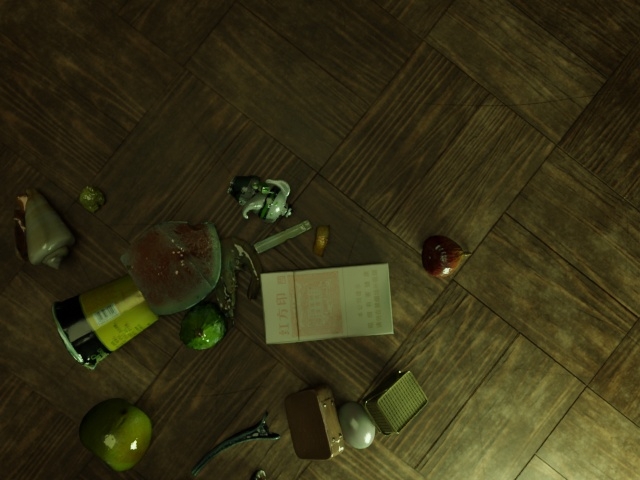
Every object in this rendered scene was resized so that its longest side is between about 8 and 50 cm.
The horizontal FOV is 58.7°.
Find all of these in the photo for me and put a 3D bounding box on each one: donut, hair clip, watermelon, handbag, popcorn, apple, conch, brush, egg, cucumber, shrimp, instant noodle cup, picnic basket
[{"bbox_3d":[0.000,0.000,1.642,0.037,0.067,0.083,13,121,-7],"label":"donut"},{"bbox_3d":[-0.254,0.585,1.624,0.275,0.048,0.083,-28,91,4],"label":"hair clip"},{"bbox_3d":[-0.387,0.057,1.504,0.213,0.262,0.201,-35,130,12],"label":"watermelon"},{"bbox_3d":[-0.022,0.507,1.576,0.151,0.072,0.193,-22,80,33],"label":"handbag"},{"bbox_3d":[-0.656,-0.118,1.622,0.059,0.068,0.083,37,128,22],"label":"popcorn"},{"bbox_3d":[-0.553,0.523,1.548,0.196,0.196,0.157,37,59,0],"label":"apple"},{"bbox_3d":[-0.771,-0.028,1.602,0.158,0.127,0.255,-31,65,27],"label":"conch"},{"bbox_3d":[-0.108,-0.009,1.643,0.178,0.030,0.033,-25,82,-12],"label":"brush"},{"bbox_3d":[0.098,0.516,1.594,0.103,0.103,0.135,-26,92,-1],"label":"egg"},{"bbox_3d":[-0.319,0.238,1.529,0.134,0.244,0.134,0,87,-7],"label":"cucumber"},{"bbox_3d":[-0.233,0.114,1.622,0.145,0.059,0.254,-13,81,-19],"label":"shrimp"},{"bbox_3d":[-0.572,0.204,1.553,0.236,0.215,0.216,-30,89,-8],"label":"instant noodle cup"},{"bbox_3d":[0.206,0.447,1.576,0.164,0.079,0.115,-33,90,-35],"label":"picnic basket"}]

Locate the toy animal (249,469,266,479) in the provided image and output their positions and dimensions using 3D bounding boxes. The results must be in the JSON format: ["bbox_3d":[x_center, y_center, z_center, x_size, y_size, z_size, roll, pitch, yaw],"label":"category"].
[{"bbox_3d":[-0.115,0.819,1.588,0.168,0.106,0.343,-3,83,6],"label":"toy animal"}]

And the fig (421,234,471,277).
[{"bbox_3d":[0.362,0.049,1.604,0.153,0.119,0.119,8,89,-2],"label":"fig"}]

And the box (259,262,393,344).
[{"bbox_3d":[0.017,0.176,1.618,0.365,0.051,0.205,-5,90,-3],"label":"box"}]

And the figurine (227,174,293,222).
[{"bbox_3d":[-0.166,-0.118,1.602,0.192,0.126,0.147,23,124,-7],"label":"figurine"}]
